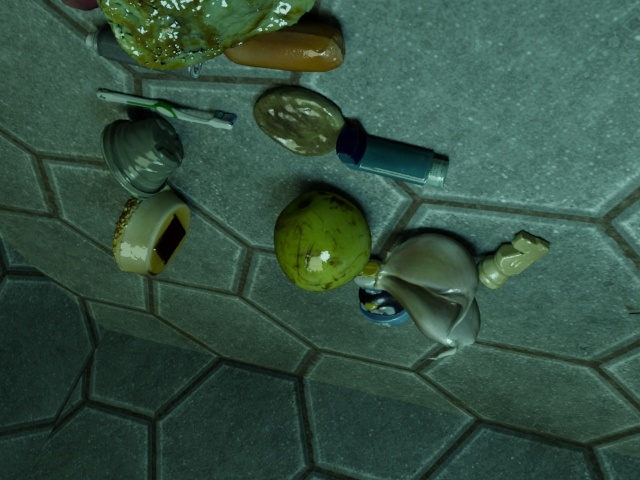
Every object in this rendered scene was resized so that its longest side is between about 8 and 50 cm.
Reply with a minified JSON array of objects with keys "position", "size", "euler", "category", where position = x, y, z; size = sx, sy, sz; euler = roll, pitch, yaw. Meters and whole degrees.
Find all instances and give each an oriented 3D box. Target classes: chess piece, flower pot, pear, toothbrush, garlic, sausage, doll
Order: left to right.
[{"position":[-0.459,-0.238,1.871],"size":[0.140,0.235,0.235],"euler":[-21,134,23],"category":"flower pot"},{"position":[-0.408,-0.339,1.806],"size":[0.418,0.040,0.042],"euler":[13,153,18],"category":"toothbrush"},{"position":[-0.080,-0.395,1.408],"size":[0.274,0.105,0.105],"euler":[10,150,21],"category":"sausage"},{"position":[0.000,0.000,1.893],"size":[0.283,0.283,0.283],"euler":[17,152,9],"category":"pear"},{"position":[0.188,0.176,2.188],"size":[0.177,0.141,0.314],"euler":[6,146,33],"category":"doll"},{"position":[0.320,0.132,1.838],"size":[0.246,0.340,0.231],"euler":[4,126,-28],"category":"garlic"},{"position":[0.498,0.046,1.810],"size":[0.090,0.090,0.200],"euler":[29,141,-12],"category":"chess piece"}]

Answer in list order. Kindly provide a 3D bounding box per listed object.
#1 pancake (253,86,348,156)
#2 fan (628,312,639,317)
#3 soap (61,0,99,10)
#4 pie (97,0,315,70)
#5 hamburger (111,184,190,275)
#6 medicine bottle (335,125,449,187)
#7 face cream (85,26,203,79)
[{"position":[-0.049,-0.269,1.661],"size":[0.242,0.050,0.242],"euler":[18,153,10],"category":"pancake"},{"position":[0.907,0.185,1.820],"size":[0.132,0.009,0.220],"euler":[38,148,-26],"category":"fan"},{"position":[-0.427,-0.569,1.324],"size":[0.325,0.127,0.220],"euler":[1,144,36],"category":"soap"},{"position":[-0.180,-0.470,1.185],"size":[0.418,0.180,0.395],"euler":[-20,151,7],"category":"pie"},{"position":[-0.535,-0.031,2.181],"size":[0.170,0.302,0.302],"euler":[24,153,10],"category":"hamburger"},{"position":[0.165,-0.186,1.614],"size":[0.258,0.079,0.124],"euler":[16,169,9],"category":"medicine bottle"},{"position":[-0.407,-0.434,1.602],"size":[0.283,0.073,0.073],"euler":[15,152,12],"category":"face cream"}]
